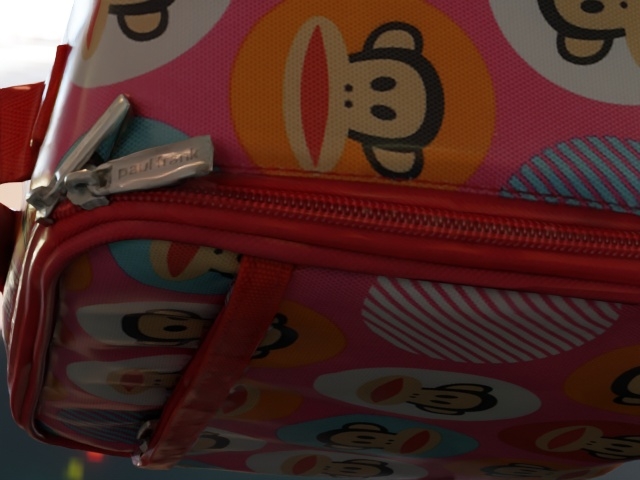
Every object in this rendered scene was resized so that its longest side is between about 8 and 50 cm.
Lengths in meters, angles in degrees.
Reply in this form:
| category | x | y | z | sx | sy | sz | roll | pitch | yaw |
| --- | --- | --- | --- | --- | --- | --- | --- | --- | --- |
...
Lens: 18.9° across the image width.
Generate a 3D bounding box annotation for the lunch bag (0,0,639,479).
| category | x | y | z | sx | sy | sz | roll | pitch | yaw |
| --- | --- | --- | --- | --- | --- | --- | --- | --- | --- |
| lunch bag | 0.000 | 0.000 | 0.605 | 0.258 | 0.120 | 0.293 | 7 | -18 | -9 |
